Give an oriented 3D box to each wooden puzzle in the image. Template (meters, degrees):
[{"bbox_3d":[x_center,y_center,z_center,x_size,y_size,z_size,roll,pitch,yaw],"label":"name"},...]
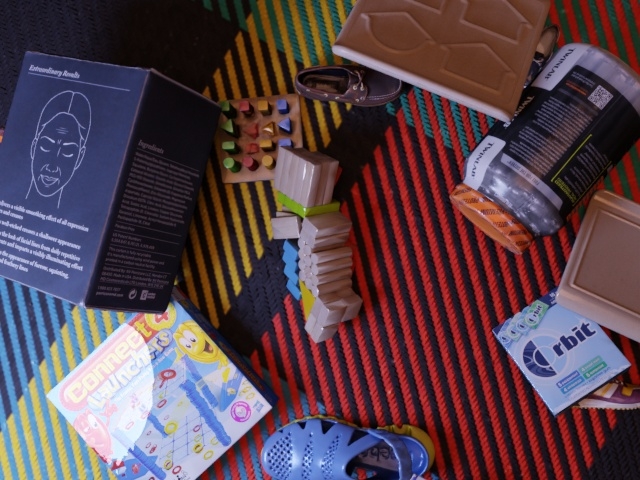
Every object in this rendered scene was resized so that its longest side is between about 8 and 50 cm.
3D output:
[{"bbox_3d":[0.218,-0.368,1.290,0.322,0.080,0.347,23,57,3],"label":"wooden puzzle"},{"bbox_3d":[0.555,0.052,1.299,0.221,0.044,0.238,25,73,5],"label":"wooden puzzle"}]

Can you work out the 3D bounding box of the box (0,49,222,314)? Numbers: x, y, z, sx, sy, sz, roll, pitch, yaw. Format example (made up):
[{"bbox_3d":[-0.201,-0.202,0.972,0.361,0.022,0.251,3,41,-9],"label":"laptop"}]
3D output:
[{"bbox_3d":[-0.393,-0.100,1.279,0.294,0.212,0.395,15,90,28],"label":"box"}]

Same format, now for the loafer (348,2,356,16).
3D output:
[{"bbox_3d":[0.139,-0.412,1.365,0.170,0.062,0.061,26,86,4],"label":"loafer"}]

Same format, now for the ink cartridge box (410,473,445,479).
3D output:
[{"bbox_3d":[0.260,0.541,1.286,0.333,0.065,0.165,30,91,-8],"label":"ink cartridge box"}]

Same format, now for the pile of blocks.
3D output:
[{"bbox_3d":[0.000,0.000,1.353,0.113,0.149,0.361,-11,98,-38],"label":"pile of blocks"}]

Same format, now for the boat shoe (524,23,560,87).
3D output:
[{"bbox_3d":[0.406,-0.344,1.349,0.046,0.038,0.125,32,91,5],"label":"boat shoe"}]

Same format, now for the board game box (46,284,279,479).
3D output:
[{"bbox_3d":[-0.292,0.294,1.361,0.308,0.086,0.302,-44,85,2],"label":"board game box"}]

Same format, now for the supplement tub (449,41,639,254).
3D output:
[{"bbox_3d":[0.394,-0.153,1.259,0.207,0.207,0.338,41,91,5],"label":"supplement tub"}]

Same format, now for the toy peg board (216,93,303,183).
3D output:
[{"bbox_3d":[-0.117,-0.196,1.368,0.161,0.079,0.161,-5,88,5],"label":"toy peg board"}]

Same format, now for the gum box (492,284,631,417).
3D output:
[{"bbox_3d":[0.425,0.193,1.294,0.157,0.041,0.184,-35,63,3],"label":"gum box"}]

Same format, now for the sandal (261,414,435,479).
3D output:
[{"bbox_3d":[0.047,0.387,1.306,0.318,0.138,0.126,-4,90,6],"label":"sandal"}]

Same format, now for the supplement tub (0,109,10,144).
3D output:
[{"bbox_3d":[-0.585,-0.146,1.393,0.106,0.106,0.197,13,88,5],"label":"supplement tub"}]

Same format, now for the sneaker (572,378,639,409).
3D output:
[{"bbox_3d":[0.504,0.256,1.305,0.186,0.069,0.083,-2,88,3],"label":"sneaker"}]

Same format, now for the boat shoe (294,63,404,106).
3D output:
[{"bbox_3d":[0.054,-0.292,1.361,0.207,0.073,0.073,-1,87,4],"label":"boat shoe"}]
